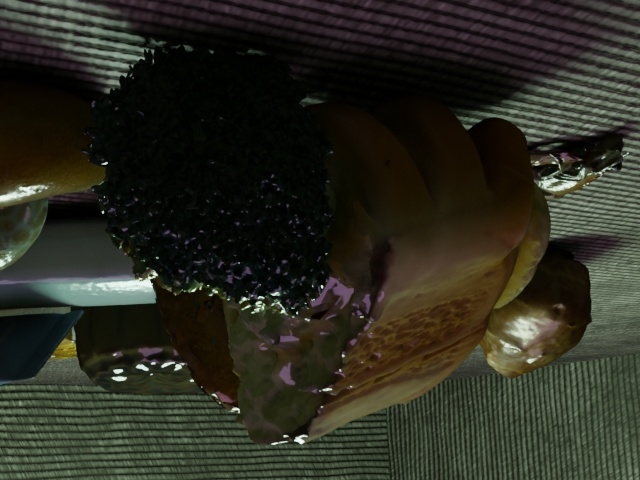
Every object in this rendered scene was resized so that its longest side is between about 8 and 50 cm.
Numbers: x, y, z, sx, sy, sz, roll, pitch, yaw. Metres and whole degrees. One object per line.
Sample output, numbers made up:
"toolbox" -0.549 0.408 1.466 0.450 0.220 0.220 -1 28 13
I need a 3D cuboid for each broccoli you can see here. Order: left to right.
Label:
"broccoli" -0.078 -0.033 1.022 0.194 0.219 0.194 -35 174 -4

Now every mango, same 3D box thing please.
"mango" -0.237 -0.072 1.070 0.136 0.099 0.227 -13 174 27

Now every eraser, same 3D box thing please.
"eraser" -0.315 0.027 1.554 0.290 0.104 0.189 -2 176 -4

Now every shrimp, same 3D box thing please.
"shrimp" 0.230 -0.076 1.353 0.099 0.041 0.180 21 160 -30

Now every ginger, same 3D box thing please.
"ginger" 0.288 0.107 1.995 0.165 0.172 0.321 38 170 0

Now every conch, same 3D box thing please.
"conch" -0.347 -0.006 1.385 0.173 0.106 0.116 -19 -174 8

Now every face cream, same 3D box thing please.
"face cream" -0.462 0.136 1.576 0.385 0.086 0.135 -8 -154 21

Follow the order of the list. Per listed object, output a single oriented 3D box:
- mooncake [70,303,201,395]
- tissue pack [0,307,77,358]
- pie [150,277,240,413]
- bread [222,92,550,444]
"mooncake" -0.203 0.122 1.921 0.290 0.161 0.290 -3 165 -1
"tissue pack" -0.456 0.139 2.158 0.226 0.092 0.183 -7 168 12
"pie" -0.099 0.070 1.466 0.069 0.273 0.273 -37 158 16
"bread" 0.047 0.003 1.163 0.270 0.211 0.315 -19 151 -33
